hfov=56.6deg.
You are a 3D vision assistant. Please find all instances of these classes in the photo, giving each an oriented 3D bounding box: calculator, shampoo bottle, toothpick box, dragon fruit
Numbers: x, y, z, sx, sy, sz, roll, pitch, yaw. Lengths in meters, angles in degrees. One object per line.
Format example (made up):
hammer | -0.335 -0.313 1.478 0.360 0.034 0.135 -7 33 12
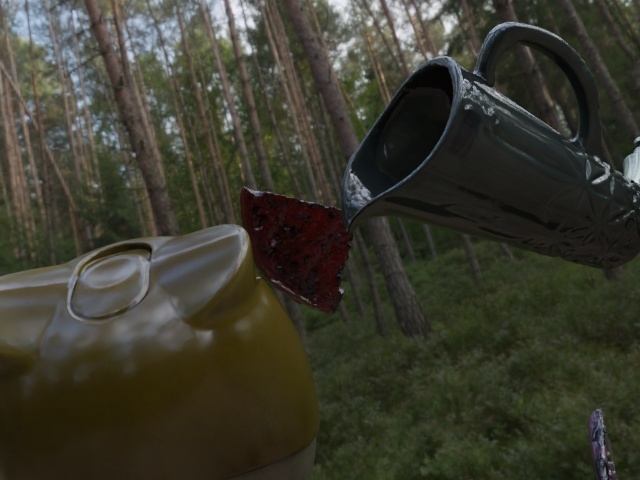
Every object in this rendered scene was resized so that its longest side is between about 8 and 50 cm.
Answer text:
calculator | 0.669 0.558 1.390 0.043 0.294 0.194 -11 -55 25
shampoo bottle | 0.403 -0.081 0.750 0.049 0.141 0.034 -2 -42 30
toothpick box | -0.211 0.203 0.786 0.409 0.409 0.425 -12 -59 -5
dragon fruit | 0.000 0.000 1.291 0.240 0.302 0.330 -17 2 17

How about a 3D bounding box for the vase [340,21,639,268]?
vase | 0.200 -0.071 0.603 0.301 0.156 0.251 20 -72 -19
